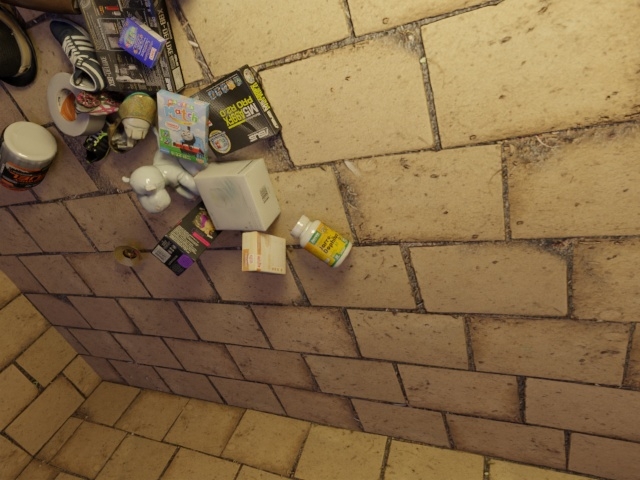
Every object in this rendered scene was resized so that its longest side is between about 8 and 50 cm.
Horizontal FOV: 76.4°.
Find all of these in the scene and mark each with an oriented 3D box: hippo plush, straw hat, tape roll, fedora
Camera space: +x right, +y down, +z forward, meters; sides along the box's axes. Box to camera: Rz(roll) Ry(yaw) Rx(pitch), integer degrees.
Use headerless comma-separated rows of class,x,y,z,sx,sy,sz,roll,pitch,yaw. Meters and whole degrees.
hippo plush,-0.548,-0.222,1.464,0.234,0.236,0.294,12,131,18
straw hat,-0.936,0.059,2.009,0.144,0.061,0.144,2,128,3
tape roll,-0.885,-0.491,1.474,0.219,0.072,0.219,7,109,23
fedora,-1.197,-0.689,1.455,0.334,0.152,0.334,13,131,16

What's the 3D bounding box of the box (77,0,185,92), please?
box,-0.571,-0.614,1.238,0.242,0.076,0.307,6,129,11

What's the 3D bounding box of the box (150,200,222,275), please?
box,-0.497,-0.020,1.583,0.143,0.270,0.165,45,132,-13

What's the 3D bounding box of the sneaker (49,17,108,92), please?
sneaker,-0.798,-0.603,1.329,0.282,0.153,0.099,40,133,-10

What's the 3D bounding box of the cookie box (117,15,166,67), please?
cookie box,-0.516,-0.573,1.178,0.107,0.040,0.092,35,127,-15

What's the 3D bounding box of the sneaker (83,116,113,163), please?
sneaker,-0.867,-0.382,1.584,0.084,0.097,0.234,35,134,-5

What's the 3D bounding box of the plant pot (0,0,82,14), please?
plant pot,-0.820,-0.766,1.193,0.230,0.215,0.215,20,135,-11

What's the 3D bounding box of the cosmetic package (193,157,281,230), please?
cosmetic package,-0.296,-0.161,1.462,0.225,0.138,0.224,2,127,26

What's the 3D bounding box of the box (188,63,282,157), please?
box,-0.287,-0.405,1.308,0.270,0.060,0.216,-11,121,33

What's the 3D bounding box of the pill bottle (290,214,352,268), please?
pill bottle,0.000,0.000,1.463,0.208,0.117,0.117,35,134,-3

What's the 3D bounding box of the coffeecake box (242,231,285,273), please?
coffeecake box,-0.210,0.052,1.530,0.068,0.142,0.185,-6,168,29

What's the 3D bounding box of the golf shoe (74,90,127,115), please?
golf shoe,-0.753,-0.471,1.409,0.086,0.186,0.067,-32,80,42

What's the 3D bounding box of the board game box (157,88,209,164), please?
board game box,-0.447,-0.367,1.331,0.160,0.039,0.211,16,130,0

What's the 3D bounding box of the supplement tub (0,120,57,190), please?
supplement tub,-1.276,-0.349,1.747,0.316,0.193,0.193,-29,111,40

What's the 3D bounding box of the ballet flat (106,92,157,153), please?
ballet flat,-0.663,-0.393,1.428,0.348,0.123,0.123,-14,120,48
